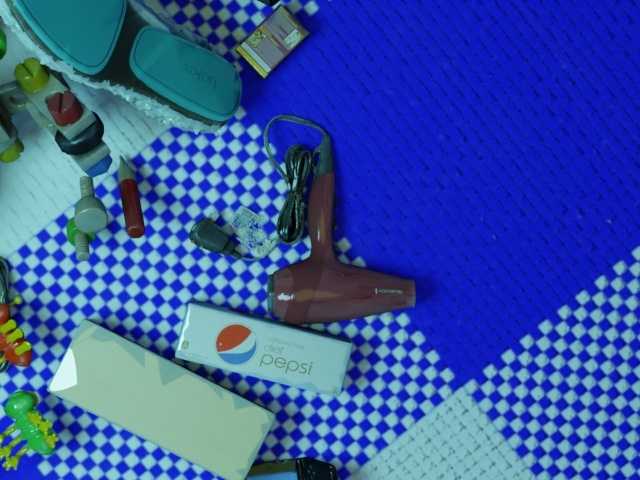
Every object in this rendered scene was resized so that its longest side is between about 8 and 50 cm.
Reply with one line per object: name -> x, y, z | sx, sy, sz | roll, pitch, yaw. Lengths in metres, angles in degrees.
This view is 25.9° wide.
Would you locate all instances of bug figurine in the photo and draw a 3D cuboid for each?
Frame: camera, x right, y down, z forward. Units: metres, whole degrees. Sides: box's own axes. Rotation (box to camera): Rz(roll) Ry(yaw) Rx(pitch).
bug figurine -> -0.439, 0.199, 1.738 | 0.279, 0.072, 0.216 | -27, 95, 21

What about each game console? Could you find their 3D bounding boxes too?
game console -> -0.035, 0.357, 1.786 | 0.085, 0.124, 0.144 | -9, 94, -29

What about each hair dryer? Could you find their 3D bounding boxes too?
hair dryer -> 0.000, 0.000, 1.769 | 0.293, 0.080, 0.224 | 40, 90, -4

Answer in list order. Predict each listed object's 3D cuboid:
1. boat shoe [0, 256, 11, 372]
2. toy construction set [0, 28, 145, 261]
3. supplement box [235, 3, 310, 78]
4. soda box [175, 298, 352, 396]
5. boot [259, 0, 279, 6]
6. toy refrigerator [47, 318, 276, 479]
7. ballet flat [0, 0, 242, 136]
boat shoe -> -0.421, 0.096, 1.769 | 0.056, 0.049, 0.152 | -4, 93, -2
toy construction set -> -0.356, -0.136, 1.693 | 0.257, 0.237, 0.308 | -41, 129, 23
supplement box -> -0.061, -0.252, 1.772 | 0.083, 0.043, 0.055 | -44, 94, 1
soda box -> -0.072, 0.136, 1.778 | 0.216, 0.069, 0.074 | 14, 92, -4
boot -> -0.232, -0.404, 1.641 | 0.445, 0.146, 0.367 | 34, 56, -5
toy refrigerator -> -0.200, 0.203, 1.766 | 0.269, 0.094, 0.102 | 26, 84, -4
ballet flat -> -0.260, -0.231, 1.626 | 0.409, 0.147, 0.147 | 34, 91, -46
